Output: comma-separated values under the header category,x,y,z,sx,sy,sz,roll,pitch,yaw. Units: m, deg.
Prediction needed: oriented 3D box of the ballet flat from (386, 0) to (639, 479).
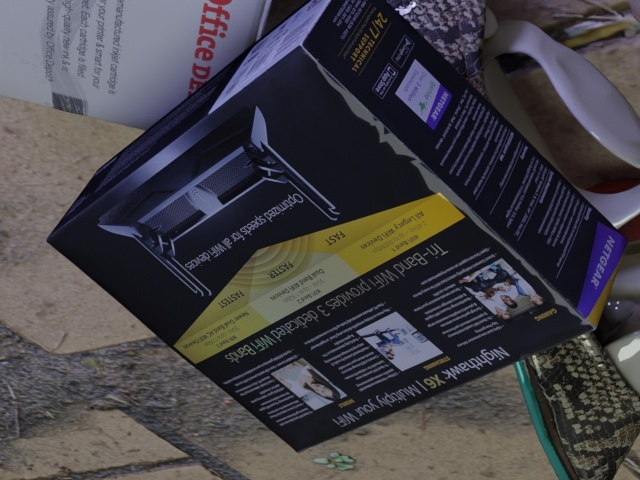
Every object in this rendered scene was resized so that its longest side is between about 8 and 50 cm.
category,x,y,z,sx,sy,sz,roll,pitch,yaw
ballet flat,0.169,0.000,1.039,0.182,0.164,0.483,-21,122,21

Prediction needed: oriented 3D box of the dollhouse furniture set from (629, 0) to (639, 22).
category,x,y,z,sx,sy,sz,roll,pitch,yaw
dollhouse furniture set,0.289,-0.165,0.709,0.259,0.135,0.262,-24,125,-4

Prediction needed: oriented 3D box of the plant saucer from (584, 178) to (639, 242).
category,x,y,z,sx,sy,sz,roll,pitch,yaw
plant saucer,0.339,0.024,1.178,0.259,0.048,0.258,-2,146,20

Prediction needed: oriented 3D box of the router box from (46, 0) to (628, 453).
category,x,y,z,sx,sy,sz,roll,pitch,yaw
router box,0.000,0.000,0.943,0.243,0.081,0.309,43,139,-16

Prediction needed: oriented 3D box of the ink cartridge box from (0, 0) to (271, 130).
category,x,y,z,sx,sy,sz,roll,pitch,yaw
ink cartridge box,-0.164,-0.182,0.947,0.272,0.114,0.197,14,148,-4
